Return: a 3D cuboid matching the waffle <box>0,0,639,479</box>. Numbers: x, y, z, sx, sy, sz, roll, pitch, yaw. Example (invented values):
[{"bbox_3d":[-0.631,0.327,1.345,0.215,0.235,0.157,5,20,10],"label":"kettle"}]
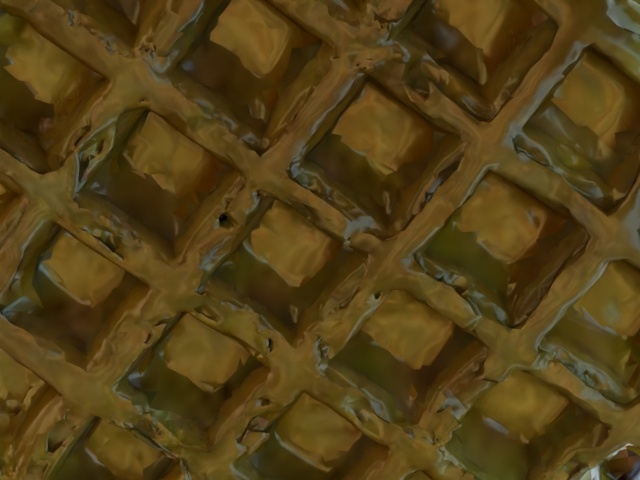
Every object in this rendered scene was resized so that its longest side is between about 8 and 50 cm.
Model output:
[{"bbox_3d":[0.000,0.000,0.654,0.095,0.382,0.380,-90,167,-69],"label":"waffle"}]
